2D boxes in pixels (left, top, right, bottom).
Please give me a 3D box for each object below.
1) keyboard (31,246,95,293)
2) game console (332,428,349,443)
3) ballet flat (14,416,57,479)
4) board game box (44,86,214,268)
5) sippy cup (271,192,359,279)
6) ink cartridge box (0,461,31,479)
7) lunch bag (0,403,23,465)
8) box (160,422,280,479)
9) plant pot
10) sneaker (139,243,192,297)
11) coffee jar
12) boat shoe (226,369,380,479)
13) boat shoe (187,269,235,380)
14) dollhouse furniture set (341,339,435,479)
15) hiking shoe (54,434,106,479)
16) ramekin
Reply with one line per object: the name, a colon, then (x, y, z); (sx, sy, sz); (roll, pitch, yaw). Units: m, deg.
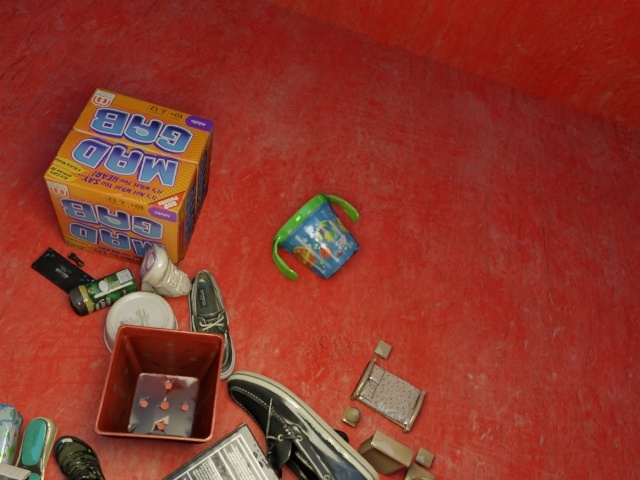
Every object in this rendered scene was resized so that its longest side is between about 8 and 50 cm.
keyboard: (-0.763, 0.089, 1.628); (0.180, 0.023, 0.108); (34, 63, 6)
game console: (0.011, 0.690, 1.453); (0.213, 0.044, 0.361); (17, 57, -3)
ballet flat: (-0.702, 0.560, 1.315); (0.086, 0.086, 0.248); (12, 61, -8)
board game box: (-0.553, -0.171, 1.646); (0.356, 0.356, 0.356); (15, 56, -6)
sippy cup: (0.000, 0.000, 1.788); (0.224, 0.240, 0.305); (45, 96, 2)
ink cartridge box: (-0.845, 0.618, 1.178); (0.307, 0.072, 0.304); (19, 82, -7)
lunch bag: (-0.835, 0.506, 1.305); (0.176, 0.090, 0.219); (4, 59, -14)
box: (-0.226, 0.657, 1.301); (0.294, 0.183, 0.296); (-30, 69, -18)
plant pot: (-0.405, 0.397, 1.405); (0.267, 0.236, 0.267); (8, 58, -11)
sneaker: (-0.437, 0.094, 1.551); (0.152, 0.305, 0.114); (17, 72, -12)
coffee jar: (-0.633, 0.152, 1.579); (0.184, 0.096, 0.079); (-23, 72, -26)
boat shoe: (-0.078, 0.527, 1.418); (0.500, 0.187, 0.156); (37, 55, 20)
boat shoe: (-0.332, 0.242, 1.592); (0.121, 0.119, 0.335); (-12, 63, -22)
dollhouse furniture set: (0.252, 0.487, 1.570); (0.303, 0.174, 0.355); (30, 56, 4)
hiking shoe: (-0.577, 0.565, 1.325); (0.086, 0.114, 0.227); (-35, 73, -31)
ramekin: (-0.513, 0.244, 1.547); (0.207, 0.109, 0.207); (7, 58, -11)
